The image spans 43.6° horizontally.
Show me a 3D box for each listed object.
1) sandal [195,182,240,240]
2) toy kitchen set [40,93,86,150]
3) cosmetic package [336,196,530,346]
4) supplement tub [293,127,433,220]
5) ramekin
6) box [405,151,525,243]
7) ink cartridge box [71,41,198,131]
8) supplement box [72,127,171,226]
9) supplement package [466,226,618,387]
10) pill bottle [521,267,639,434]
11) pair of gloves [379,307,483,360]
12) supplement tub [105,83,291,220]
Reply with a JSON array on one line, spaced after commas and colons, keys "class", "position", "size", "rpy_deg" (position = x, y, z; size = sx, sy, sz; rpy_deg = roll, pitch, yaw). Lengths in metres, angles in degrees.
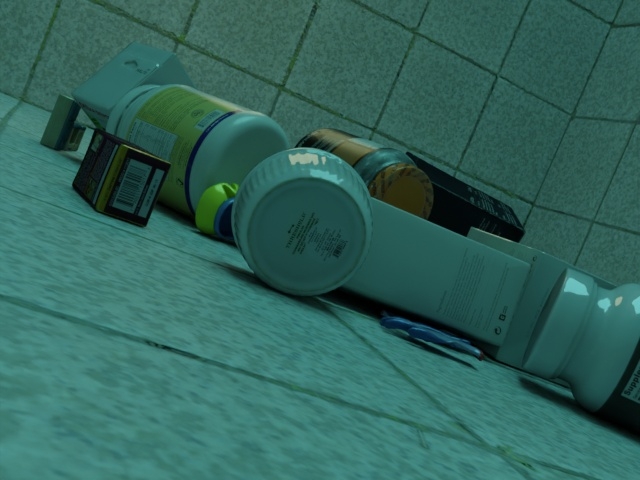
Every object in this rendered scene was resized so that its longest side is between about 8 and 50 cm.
[{"class": "sandal", "position": [-0.073, -0.041, 1.459], "size": [0.138, 0.126, 0.317], "rpy_deg": [33, 33, 31]}, {"class": "toy kitchen set", "position": [-0.536, -0.251, 1.889], "size": [0.166, 0.122, 0.207], "rpy_deg": [22, 4, -6]}, {"class": "cosmetic package", "position": [0.133, 0.042, 1.338], "size": [0.365, 0.155, 0.197], "rpy_deg": [23, -5, -17]}, {"class": "supplement tub", "position": [0.080, -0.116, 1.675], "size": [0.193, 0.193, 0.316], "rpy_deg": [20, 6, -36]}, {"class": "ramekin", "position": [-0.022, -0.021, 1.117], "size": [0.207, 0.207, 0.109], "rpy_deg": [22, 12, -10]}, {"class": "box", "position": [0.295, -0.052, 1.920], "size": [0.312, 0.179, 0.343], "rpy_deg": [30, 14, 2]}, {"class": "ink cartridge box", "position": [-0.379, -0.275, 1.811], "size": [0.198, 0.197, 0.270], "rpy_deg": [26, -25, 45]}, {"class": "supplement box", "position": [-0.308, -0.099, 1.223], "size": [0.081, 0.104, 0.188], "rpy_deg": [21, 4, -31]}, {"class": "supplement package", "position": [0.376, 0.119, 1.480], "size": [0.198, 0.199, 0.263], "rpy_deg": [22, 4, -20]}, {"class": "pill bottle", "position": [0.504, 0.188, 1.188], "size": [0.363, 0.210, 0.210], "rpy_deg": [24, 4, 11]}, {"class": "pair of gloves", "position": [0.163, 0.143, 1.224], "size": [0.159, 0.023, 0.198], "rpy_deg": [21, -1, 0]}, {"class": "supplement tub", "position": [-0.246, -0.171, 1.575], "size": [0.331, 0.241, 0.241], "rpy_deg": [25, 4, 37]}]
